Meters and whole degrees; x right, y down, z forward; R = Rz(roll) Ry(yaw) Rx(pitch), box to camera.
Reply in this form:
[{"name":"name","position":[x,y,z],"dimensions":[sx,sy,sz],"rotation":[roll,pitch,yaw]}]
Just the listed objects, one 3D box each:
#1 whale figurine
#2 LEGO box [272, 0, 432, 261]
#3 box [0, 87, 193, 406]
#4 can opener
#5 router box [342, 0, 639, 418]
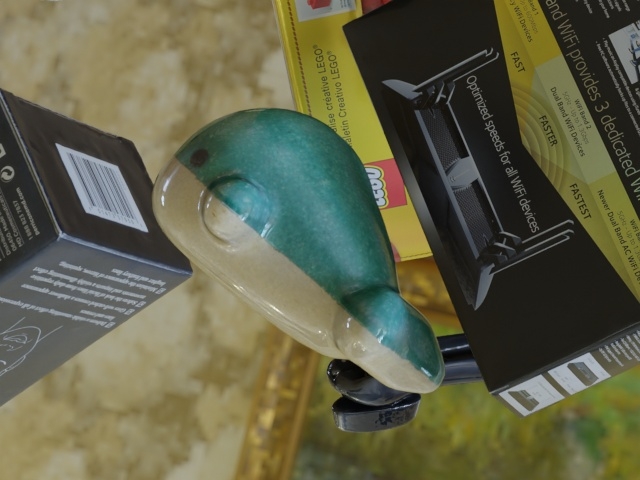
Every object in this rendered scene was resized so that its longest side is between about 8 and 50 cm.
[{"name":"whale figurine","position":[0.000,0.000,1.370],"dimensions":[0.272,0.141,0.216],"rotation":[39,179,43]},{"name":"LEGO box","position":[0.040,-0.288,1.573],"dimensions":[0.193,0.500,0.372],"rotation":[-11,-139,0]},{"name":"box","position":[-0.408,0.037,2.233],"dimensions":[0.395,0.212,0.293],"rotation":[-34,158,17]},{"name":"can opener","position":[0.094,0.101,1.540],"dimensions":[0.186,0.059,0.073],"rotation":[-14,140,-13]},{"name":"router box","position":[0.180,-0.068,1.304],"dimensions":[0.243,0.309,0.081],"rotation":[-26,154,13]}]
